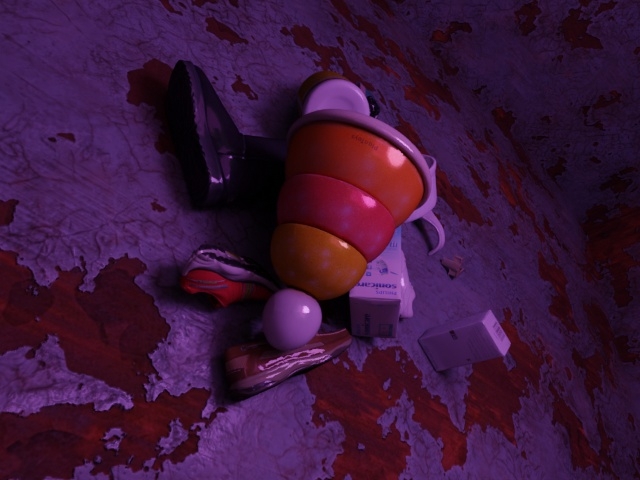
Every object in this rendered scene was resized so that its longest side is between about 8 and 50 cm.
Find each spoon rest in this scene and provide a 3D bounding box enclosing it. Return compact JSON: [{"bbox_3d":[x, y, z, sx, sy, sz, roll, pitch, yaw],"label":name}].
[{"bbox_3d":[0.382,-0.085,1.548,0.137,0.084,0.276,-17,79,-47],"label":"spoon rest"}]

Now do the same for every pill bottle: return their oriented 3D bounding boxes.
[{"bbox_3d":[0.026,-0.410,1.268,0.188,0.188,0.334,35,19,-23],"label":"pill bottle"}]

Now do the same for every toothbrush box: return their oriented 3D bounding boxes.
[{"bbox_3d":[0.149,0.080,1.115,0.126,0.216,0.295,3,52,8],"label":"toothbrush box"}]

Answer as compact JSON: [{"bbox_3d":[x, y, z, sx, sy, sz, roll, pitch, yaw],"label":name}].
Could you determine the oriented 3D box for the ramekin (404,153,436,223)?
[{"bbox_3d":[0.217,-0.153,1.265,0.277,0.277,0.135,-47,129,-47],"label":"ramekin"}]

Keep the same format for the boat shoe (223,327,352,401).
[{"bbox_3d":[-0.063,0.234,0.908,0.324,0.122,0.119,-8,66,-45],"label":"boat shoe"}]

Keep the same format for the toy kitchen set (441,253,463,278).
[{"bbox_3d":[0.503,0.083,1.574,0.068,0.083,0.075,26,30,30],"label":"toy kitchen set"}]

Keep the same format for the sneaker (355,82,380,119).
[{"bbox_3d":[0.171,-0.472,1.570,0.121,0.108,0.302,26,48,-24],"label":"sneaker"}]

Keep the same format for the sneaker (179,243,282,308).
[{"bbox_3d":[-0.187,0.096,0.900,0.107,0.118,0.279,41,6,40],"label":"sneaker"}]

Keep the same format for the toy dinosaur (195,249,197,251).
[{"bbox_3d":[-0.240,0.044,0.934,0.082,0.047,0.090,42,10,-3],"label":"toy dinosaur"}]

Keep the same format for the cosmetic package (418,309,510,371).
[{"bbox_3d":[0.420,0.299,1.233,0.085,0.231,0.117,-26,84,-48],"label":"cosmetic package"}]

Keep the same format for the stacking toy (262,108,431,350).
[{"bbox_3d":[0.000,0.000,0.887,0.351,0.351,0.479,35,68,-22],"label":"stacking toy"}]

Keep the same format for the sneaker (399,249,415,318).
[{"bbox_3d":[0.242,0.136,1.290,0.115,0.090,0.232,25,59,-39],"label":"sneaker"}]

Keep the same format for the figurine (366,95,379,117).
[{"bbox_3d":[0.141,-0.347,1.352,0.209,0.093,0.214,-86,180,-81],"label":"figurine"}]

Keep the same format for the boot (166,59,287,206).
[{"bbox_3d":[-0.149,-0.260,1.108,0.445,0.146,0.366,-6,78,-42],"label":"boot"}]
